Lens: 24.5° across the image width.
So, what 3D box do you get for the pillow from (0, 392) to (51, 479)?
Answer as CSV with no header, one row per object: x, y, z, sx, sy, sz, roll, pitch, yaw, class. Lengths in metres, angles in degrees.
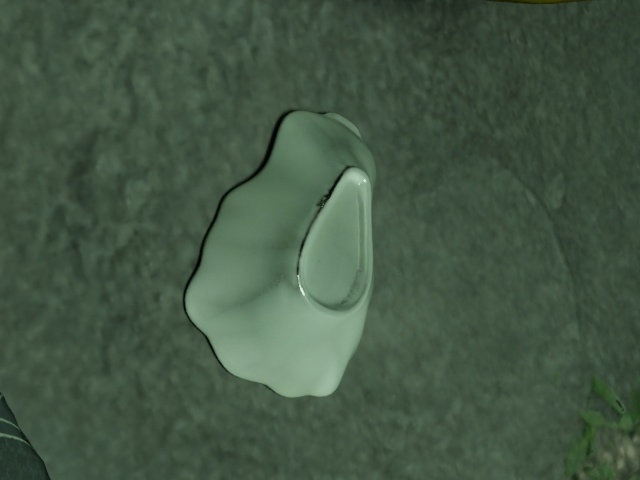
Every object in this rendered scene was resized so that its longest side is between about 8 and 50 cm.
-0.169,0.170,0.453,0.161,0.092,0.335,27,65,-34,pillow

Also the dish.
0.000,0.000,0.652,0.091,0.039,0.137,31,65,-29,dish

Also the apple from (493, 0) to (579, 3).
0.094,-0.290,0.596,0.374,0.374,0.384,-32,106,-37,apple
